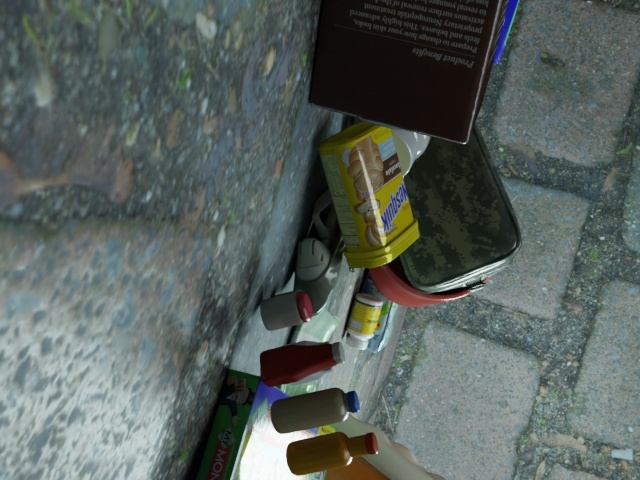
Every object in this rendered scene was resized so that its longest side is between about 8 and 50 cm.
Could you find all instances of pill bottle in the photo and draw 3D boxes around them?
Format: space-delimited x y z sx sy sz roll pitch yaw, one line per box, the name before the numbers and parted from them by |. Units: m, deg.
pill bottle | 0.094 0.180 1.651 0.065 0.065 0.116 -25 131 -74
pill bottle | 0.119 -0.191 1.130 0.119 0.119 0.208 94 18 -46

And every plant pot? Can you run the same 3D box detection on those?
plant pot | 0.215 0.020 1.559 0.243 0.275 0.275 114 -2 -70

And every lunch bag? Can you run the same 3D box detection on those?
lunch bag | 0.220 -0.062 1.327 0.256 0.212 0.305 43 26 -75
lunch bag | 0.141 0.150 1.761 0.176 0.090 0.219 -21 126 -74

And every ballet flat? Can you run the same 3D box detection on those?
ballet flat | 0.000 0.000 1.020 0.068 0.072 0.213 49 53 -43

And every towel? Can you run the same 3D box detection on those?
towel | -0.043 0.266 1.215 0.248 0.038 0.325 49 58 -75

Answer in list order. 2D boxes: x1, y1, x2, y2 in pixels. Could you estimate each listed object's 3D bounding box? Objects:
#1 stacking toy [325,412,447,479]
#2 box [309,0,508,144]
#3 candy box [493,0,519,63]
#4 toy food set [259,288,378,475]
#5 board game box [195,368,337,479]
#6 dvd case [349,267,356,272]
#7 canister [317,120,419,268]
stacking toy | -0.006 0.560 1.360 0.480 0.350 0.350 -52 164 -8
box | 0.119 -0.316 0.790 0.143 0.191 0.381 -55 158 -57
candy box | 0.336 -0.556 1.464 0.268 0.122 0.317 98 2 -52
toy food set | -0.004 0.146 0.879 0.111 0.104 0.232 59 20 -52
board game box | -0.067 0.311 0.950 0.317 0.046 0.213 53 49 -60
dvd case | 0.079 -0.005 1.455 0.119 0.013 0.087 95 17 -48
canister | 0.065 -0.065 0.988 0.126 0.073 0.170 -36 116 -48
